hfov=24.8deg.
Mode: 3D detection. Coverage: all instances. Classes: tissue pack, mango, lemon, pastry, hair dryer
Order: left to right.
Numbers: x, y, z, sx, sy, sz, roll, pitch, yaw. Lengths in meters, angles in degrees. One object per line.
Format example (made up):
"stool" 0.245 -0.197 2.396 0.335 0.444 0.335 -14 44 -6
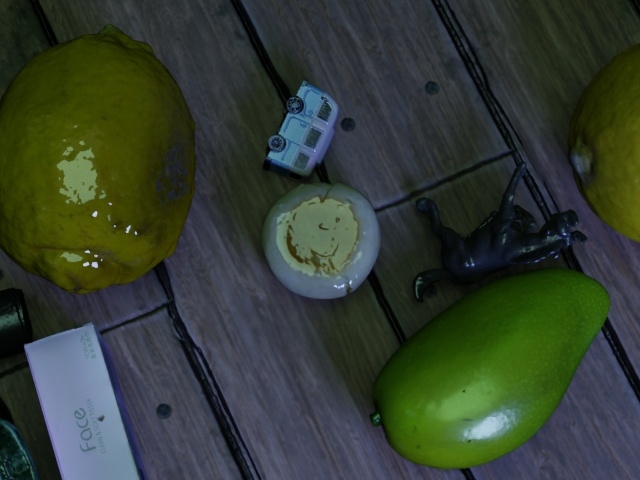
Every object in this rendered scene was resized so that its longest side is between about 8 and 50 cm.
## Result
"hair dryer" -0.458 0.089 1.732 0.197 0.251 0.089 -14 66 -7
"lemon" -0.285 -0.097 1.781 0.285 0.285 0.316 -25 58 -8
"tissue pack" -0.272 0.240 1.755 0.093 0.148 0.246 -18 76 -6
"pastry" 0.000 0.000 1.852 0.157 0.092 0.156 0 77 1
"mango" 0.220 0.151 1.785 0.343 0.156 0.192 -37 60 -16
"lemon" 0.448 -0.124 1.813 0.293 0.293 0.293 1 76 -2

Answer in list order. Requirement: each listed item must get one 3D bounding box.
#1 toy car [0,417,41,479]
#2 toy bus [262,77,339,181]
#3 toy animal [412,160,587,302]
"toy car" -0.460 0.319 1.739 0.306 0.125 0.136 -27 83 14
"toy bus" -0.022 -0.141 1.902 0.075 0.060 0.123 25 78 -1
"toy animal" 0.214 -0.005 1.833 0.233 0.084 0.148 -20 39 19
